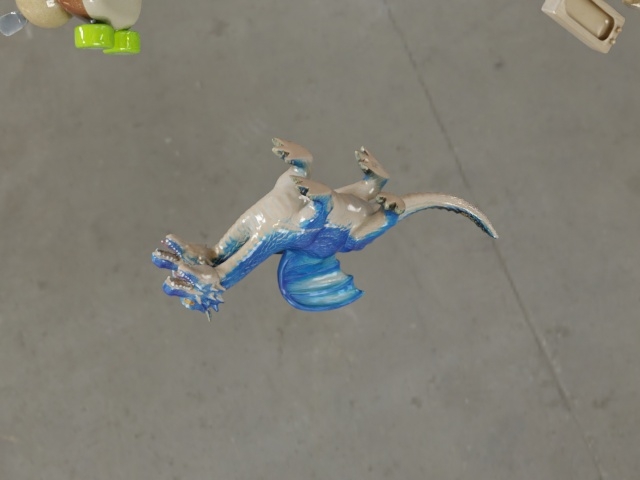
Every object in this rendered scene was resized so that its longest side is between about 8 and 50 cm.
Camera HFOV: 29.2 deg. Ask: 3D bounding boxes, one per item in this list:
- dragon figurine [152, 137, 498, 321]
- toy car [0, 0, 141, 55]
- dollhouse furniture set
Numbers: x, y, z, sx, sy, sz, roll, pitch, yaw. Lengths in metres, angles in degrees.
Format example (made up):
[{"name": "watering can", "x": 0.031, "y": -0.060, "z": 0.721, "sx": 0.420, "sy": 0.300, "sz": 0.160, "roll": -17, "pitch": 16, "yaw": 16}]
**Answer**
[{"name": "dragon figurine", "x": 0.000, "y": 0.000, "z": 1.026, "sx": 0.289, "sy": 0.144, "sz": 0.085, "roll": 3, "pitch": 41, "yaw": -36}, {"name": "toy car", "x": -0.349, "y": -0.328, "z": 1.648, "sx": 0.188, "sy": 0.155, "sz": 0.149, "roll": 0, "pitch": 3, "yaw": 18}, {"name": "dollhouse furniture set", "x": 0.364, "y": -0.309, "z": 1.459, "sx": 0.123, "sy": 0.144, "sz": 0.151, "roll": 34, "pitch": 97, "yaw": 51}]
